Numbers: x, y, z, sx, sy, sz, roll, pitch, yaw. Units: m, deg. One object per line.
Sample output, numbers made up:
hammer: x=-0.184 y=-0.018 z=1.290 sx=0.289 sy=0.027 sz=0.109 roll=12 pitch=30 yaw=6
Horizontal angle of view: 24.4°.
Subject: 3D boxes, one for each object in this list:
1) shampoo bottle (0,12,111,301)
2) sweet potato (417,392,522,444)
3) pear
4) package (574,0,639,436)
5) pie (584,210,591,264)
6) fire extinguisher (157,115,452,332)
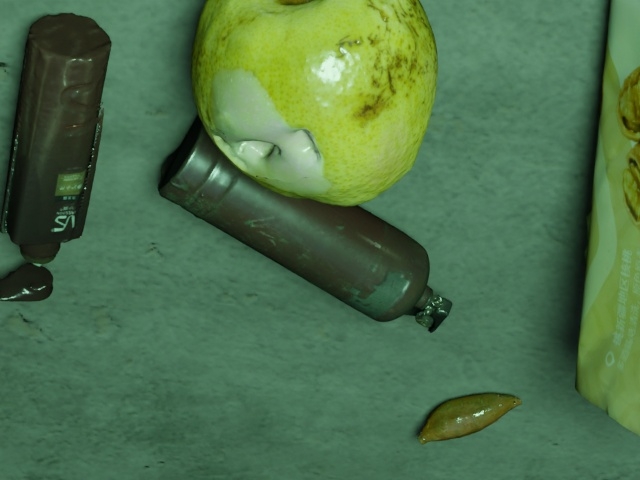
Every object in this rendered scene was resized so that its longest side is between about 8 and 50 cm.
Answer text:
shampoo bottle: x=-0.203 y=-0.052 z=1.102 sx=0.068 sy=0.067 sz=0.236 roll=5 pitch=127 yaw=-13
sweet potato: x=0.125 y=0.148 z=1.262 sx=0.095 sy=0.034 sz=0.034 roll=-21 pitch=124 yaw=4
pear: x=-0.002 y=-0.105 z=0.996 sx=0.178 sy=0.178 sz=0.178 roll=1 pitch=127 yaw=1
package: x=0.291 y=-0.019 z=0.985 sx=0.165 sy=0.221 sz=0.311 roll=-2 pitch=104 yaw=-18
pie: x=0.327 y=0.018 z=1.102 sx=0.248 sy=0.090 sz=0.201 roll=43 pitch=122 yaw=-6
fire extinguisher: x=0.000 y=0.000 z=1.137 sx=0.267 sy=0.072 sz=0.089 roll=31 pitch=157 yaw=-20
